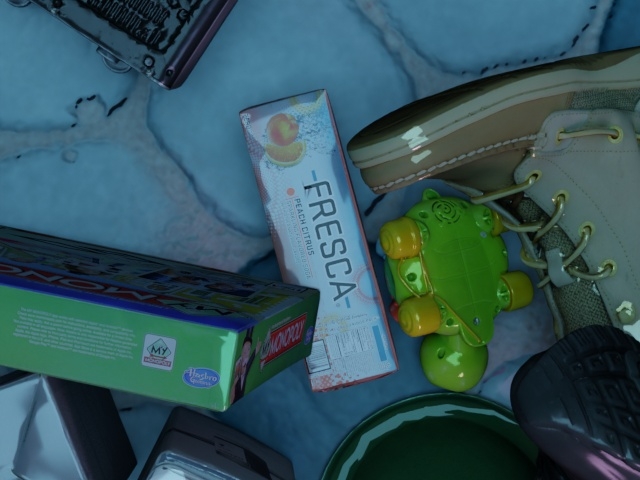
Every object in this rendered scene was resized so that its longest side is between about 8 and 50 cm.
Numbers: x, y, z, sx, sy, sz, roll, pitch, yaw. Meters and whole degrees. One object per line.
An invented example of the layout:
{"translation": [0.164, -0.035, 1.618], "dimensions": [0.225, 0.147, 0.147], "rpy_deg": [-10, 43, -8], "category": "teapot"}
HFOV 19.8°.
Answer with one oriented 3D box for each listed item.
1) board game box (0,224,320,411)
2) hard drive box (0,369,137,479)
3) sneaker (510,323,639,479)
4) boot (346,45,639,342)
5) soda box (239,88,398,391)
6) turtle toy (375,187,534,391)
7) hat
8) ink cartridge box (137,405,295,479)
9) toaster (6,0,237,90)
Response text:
{"translation": [-0.175, 0.029, 1.042], "dimensions": [0.317, 0.213, 0.046], "rpy_deg": [11, 96, 10], "category": "board game box"}
{"translation": [-0.213, 0.138, 1.063], "dimensions": [0.181, 0.232, 0.089], "rpy_deg": [-21, 90, -1], "category": "hard drive box"}
{"translation": [0.173, 0.140, 1.063], "dimensions": [0.130, 0.286, 0.109], "rpy_deg": [-32, 55, 20], "category": "sneaker"}
{"translation": [0.137, -0.002, 1.088], "dimensions": [0.262, 0.095, 0.203], "rpy_deg": [-17, 95, -45], "category": "boot"}
{"translation": [0.000, 0.000, 1.149], "dimensions": [0.058, 0.063, 0.183], "rpy_deg": [-14, 92, 1], "category": "soda box"}
{"translation": [0.079, 0.031, 1.149], "dimensions": [0.095, 0.066, 0.130], "rpy_deg": [-13, 91, -26], "category": "turtle toy"}
{"translation": [0.096, 0.196, 1.093], "dimensions": [0.208, 0.183, 0.173], "rpy_deg": [43, 89, -1], "category": "hat"}
{"translation": [-0.083, 0.194, 1.073], "dimensions": [0.092, 0.218, 0.158], "rpy_deg": [25, 90, -1], "category": "ink cartridge box"}
{"translation": [-0.114, -0.205, 1.121], "dimensions": [0.168, 0.110, 0.185], "rpy_deg": [33, 90, -2], "category": "toaster"}
